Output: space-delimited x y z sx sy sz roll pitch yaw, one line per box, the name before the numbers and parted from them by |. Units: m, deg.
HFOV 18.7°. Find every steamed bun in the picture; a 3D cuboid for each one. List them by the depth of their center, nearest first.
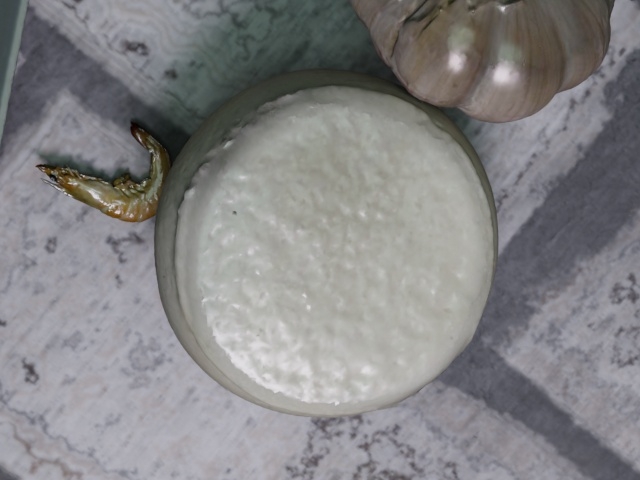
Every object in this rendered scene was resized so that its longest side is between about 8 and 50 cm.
steamed bun | 0.000 0.000 1.583 0.283 0.177 0.283 -1 96 -10

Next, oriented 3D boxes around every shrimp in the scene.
shrimp | -0.179 -0.064 1.635 0.114 0.023 0.083 19 98 -14

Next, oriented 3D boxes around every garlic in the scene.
garlic | 0.128 -0.192 1.550 0.227 0.152 0.228 9 61 -18

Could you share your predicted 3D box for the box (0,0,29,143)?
box | -0.427 -0.214 1.513 0.396 0.111 0.397 9 104 -16
